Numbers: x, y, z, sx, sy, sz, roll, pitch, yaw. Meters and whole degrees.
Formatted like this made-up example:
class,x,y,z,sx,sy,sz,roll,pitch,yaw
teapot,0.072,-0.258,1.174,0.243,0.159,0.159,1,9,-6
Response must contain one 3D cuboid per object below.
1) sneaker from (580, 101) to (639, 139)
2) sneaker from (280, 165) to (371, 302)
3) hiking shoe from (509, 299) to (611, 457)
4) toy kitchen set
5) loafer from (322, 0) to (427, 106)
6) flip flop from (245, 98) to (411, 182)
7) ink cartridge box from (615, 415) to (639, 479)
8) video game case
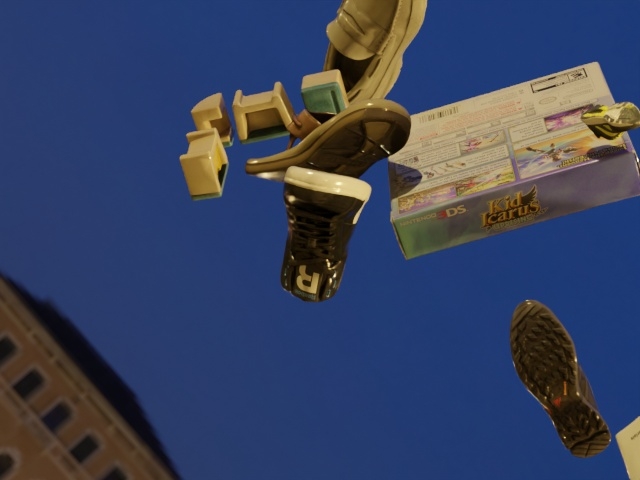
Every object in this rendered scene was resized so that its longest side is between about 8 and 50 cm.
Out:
class,x,y,z,sx,sy,sz,roll,pitch,yaw
sneaker,0.306,-0.121,1.435,0.035,0.031,0.083,51,-15,-24
sneaker,0.000,0.000,1.337,0.079,0.121,0.217,13,-3,7
hiking shoe,0.310,0.179,1.867,0.114,0.086,0.227,-90,156,-80
toy kitchen set,-0.064,-0.118,1.855,0.207,0.166,0.122,-10,-56,12
loafer,0.068,-0.296,1.950,0.112,0.111,0.319,50,-29,24
flip flop,0.009,-0.122,1.625,0.112,0.080,0.277,9,-20,-28
ink cartridge box,0.314,0.213,0.966,0.087,0.153,0.208,-49,-141,39
video game case,0.211,-0.095,1.586,0.244,0.269,0.061,-88,160,-61
